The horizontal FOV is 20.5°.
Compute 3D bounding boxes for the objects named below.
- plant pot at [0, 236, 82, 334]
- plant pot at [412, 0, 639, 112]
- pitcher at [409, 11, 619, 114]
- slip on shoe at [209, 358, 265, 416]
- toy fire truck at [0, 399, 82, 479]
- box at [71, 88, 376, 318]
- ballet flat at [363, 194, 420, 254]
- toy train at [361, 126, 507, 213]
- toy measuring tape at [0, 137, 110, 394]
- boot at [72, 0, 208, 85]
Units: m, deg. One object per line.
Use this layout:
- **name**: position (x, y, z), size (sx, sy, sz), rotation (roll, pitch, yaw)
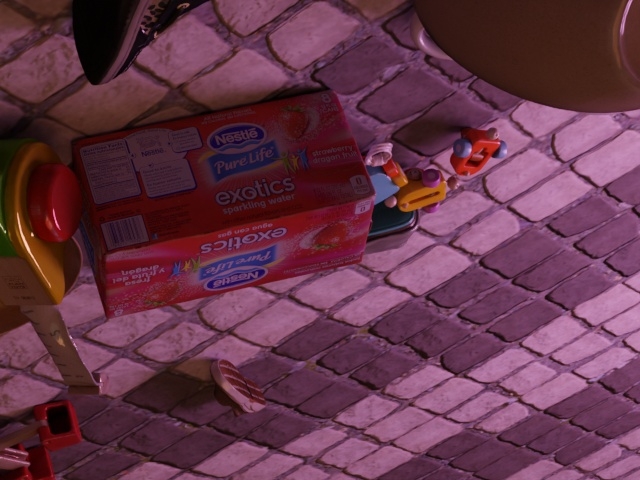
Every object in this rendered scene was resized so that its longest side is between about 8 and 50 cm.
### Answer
- **plant pot**: position (-0.345, 0.031, 1.678), size (0.236, 0.032, 0.236), rotation (-15, 150, -9)
- **plant pot**: position (0.233, -0.209, 1.357), size (0.284, 0.191, 0.284), rotation (-13, 126, -19)
- **pitcher**: position (0.198, -0.184, 1.575), size (0.178, 0.125, 0.207), rotation (-23, 143, 34)
- **slip on shoe**: position (-0.106, 0.176, 2.068), size (0.041, 0.051, 0.135), rotation (-27, 159, 8)
- **toy fire truck**: position (-0.364, 0.255, 2.038), size (0.192, 0.047, 0.135), rotation (-17, 151, -4)
- **box**: position (-0.091, -0.034, 1.626), size (0.257, 0.128, 0.122), rotation (-13, 151, -14)
- **ballet flat**: position (0.000, 0.000, 1.806), size (0.213, 0.072, 0.068), rotation (-10, 154, -19)
- **toy train**: position (0.096, -0.080, 1.759), size (0.166, 0.046, 0.125), rotation (-2, 142, -31)
- **toy measuring tape**: position (-0.249, 0.006, 1.574), size (0.121, 0.121, 0.330), rotation (-21, 137, 2)
- **boot**: position (-0.088, -0.205, 1.380), size (0.178, 0.085, 0.236), rotation (-11, 157, -29)
